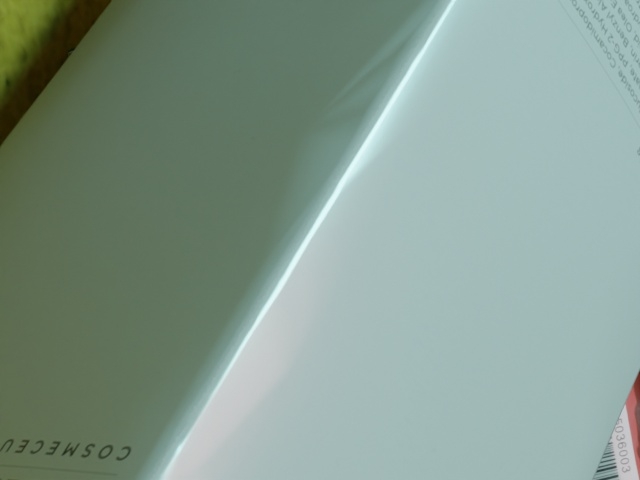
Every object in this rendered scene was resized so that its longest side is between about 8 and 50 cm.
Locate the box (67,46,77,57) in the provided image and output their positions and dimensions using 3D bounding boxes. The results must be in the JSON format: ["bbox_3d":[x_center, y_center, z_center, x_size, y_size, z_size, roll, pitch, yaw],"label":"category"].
[{"bbox_3d":[-0.023,0.011,0.728,0.175,0.051,0.220,-18,99,-61],"label":"box"}]

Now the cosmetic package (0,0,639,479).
[{"bbox_3d":[0.000,0.000,0.547,0.155,0.197,0.365,53,50,-30],"label":"cosmetic package"}]

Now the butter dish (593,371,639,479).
[{"bbox_3d":[0.082,0.098,0.738,0.160,0.118,0.160,-2,87,-17],"label":"butter dish"}]
